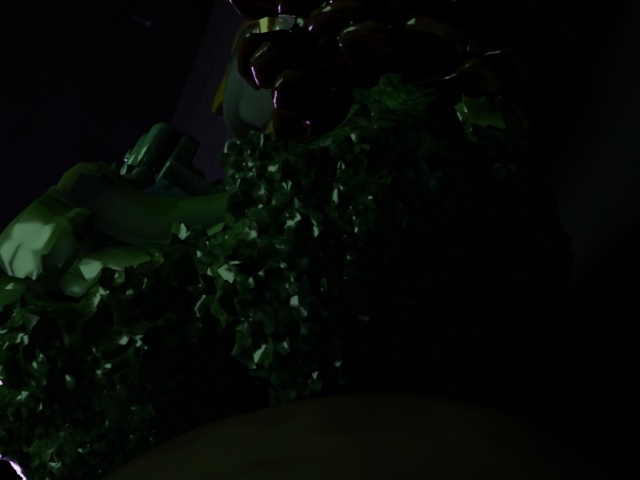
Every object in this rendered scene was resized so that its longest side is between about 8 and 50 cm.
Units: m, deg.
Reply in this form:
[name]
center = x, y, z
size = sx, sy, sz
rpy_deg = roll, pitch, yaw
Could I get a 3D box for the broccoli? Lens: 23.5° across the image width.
[broccoli]
center = -0.020, 0.048, 0.588
size = 0.265, 0.245, 0.294
rpy_deg = -64, -5, -8

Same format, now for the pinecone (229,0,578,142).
[pinecone]
center = 0.044, -0.106, 0.808
size = 0.186, 0.168, 0.212
rpy_deg = 116, 146, -44

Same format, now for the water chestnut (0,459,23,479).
[water chestnut]
center = -0.364, 0.294, 1.431
size = 0.347, 0.335, 0.335
rpy_deg = -31, 12, -2

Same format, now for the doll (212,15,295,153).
[doll]
center = -0.011, -0.200, 1.477
size = 0.316, 0.145, 0.103
rpy_deg = -56, -24, 20

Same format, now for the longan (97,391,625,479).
[longan]
center = -0.002, 0.161, 0.371
size = 0.246, 0.215, 0.246
rpy_deg = -21, 62, 45

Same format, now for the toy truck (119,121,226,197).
[toy truck]
center = -0.137, -0.010, 1.473
size = 0.156, 0.155, 0.279
rpy_deg = -59, 9, -6
